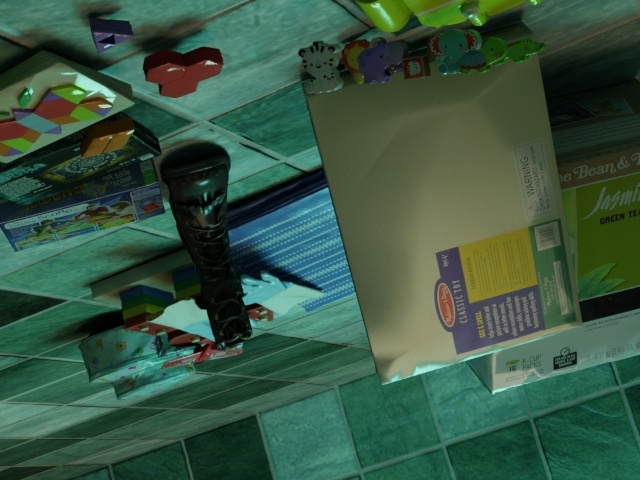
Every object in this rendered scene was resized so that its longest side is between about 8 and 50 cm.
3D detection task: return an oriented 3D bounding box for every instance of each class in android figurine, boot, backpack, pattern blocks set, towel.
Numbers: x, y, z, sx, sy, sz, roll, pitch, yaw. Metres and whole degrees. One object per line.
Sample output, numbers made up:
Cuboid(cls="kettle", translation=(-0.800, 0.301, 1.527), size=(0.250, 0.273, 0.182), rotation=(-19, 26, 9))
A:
Cuboid(cls="android figurine", translation=(0.154, -0.272, 1.382), size=(0.248, 0.056, 0.273), rotation=(-19, 164, 12))
Cuboid(cls="boot", translation=(-0.131, 0.024, 1.834), size=(0.091, 0.229, 0.263), rotation=(-15, 166, -7))
Cuboid(cls="backpack", translation=(-0.320, 0.201, 2.499), size=(0.188, 0.144, 0.166), rotation=(-2, 166, -36))
Cuboid(cls="pattern blocks set", translation=(-0.287, -0.130, 1.430), size=(0.325, 0.026, 0.285), rotation=(-28, 156, 34))
Cuboid(cls="towel", translation=(0.000, 0.000, 2.136), size=(0.243, 0.040, 0.336), rotation=(-23, 150, 19))

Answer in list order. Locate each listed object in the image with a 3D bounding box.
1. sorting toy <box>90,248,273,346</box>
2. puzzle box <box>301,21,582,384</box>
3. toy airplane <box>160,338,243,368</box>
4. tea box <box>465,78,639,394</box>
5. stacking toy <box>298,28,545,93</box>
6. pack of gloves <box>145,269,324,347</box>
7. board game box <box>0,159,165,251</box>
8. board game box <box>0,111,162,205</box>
Cuboid(cls="sorting toy", translation=(-0.183, 0.094, 2.273), size=(0.257, 0.089, 0.255), rotation=(-20, 160, 24))
Cuboid(cls="puzzle box", translation=(0.153, -0.035, 1.718), size=(0.272, 0.409, 0.052), rotation=(-16, -152, -3))
Cuboid(cls="toy airplane", translation=(-0.189, 0.181, 2.348), size=(0.151, 0.028, 0.151), rotation=(-14, 169, -3))
Cuboid(cls="tea box", translation=(0.331, -0.012, 1.935), size=(0.329, 0.323, 0.220), rotation=(-14, -153, -12))
Cuboid(cls="stacking toy", translation=(0.102, -0.191, 1.456), size=(0.221, 0.052, 0.167), rotation=(-4, -171, 22))
Cuboid(cls="pack of gloves", translation=(-0.120, 0.115, 2.161), size=(0.195, 0.046, 0.232), rotation=(-25, 159, 19))
Cuboid(cls="board game box", translation=(-0.299, -0.043, 1.792), size=(0.201, 0.035, 0.136), rotation=(-15, 166, -7))
Cuboid(cls="board game box", translation=(-0.289, -0.092, 1.628), size=(0.186, 0.026, 0.126), rotation=(-19, 165, 11))
